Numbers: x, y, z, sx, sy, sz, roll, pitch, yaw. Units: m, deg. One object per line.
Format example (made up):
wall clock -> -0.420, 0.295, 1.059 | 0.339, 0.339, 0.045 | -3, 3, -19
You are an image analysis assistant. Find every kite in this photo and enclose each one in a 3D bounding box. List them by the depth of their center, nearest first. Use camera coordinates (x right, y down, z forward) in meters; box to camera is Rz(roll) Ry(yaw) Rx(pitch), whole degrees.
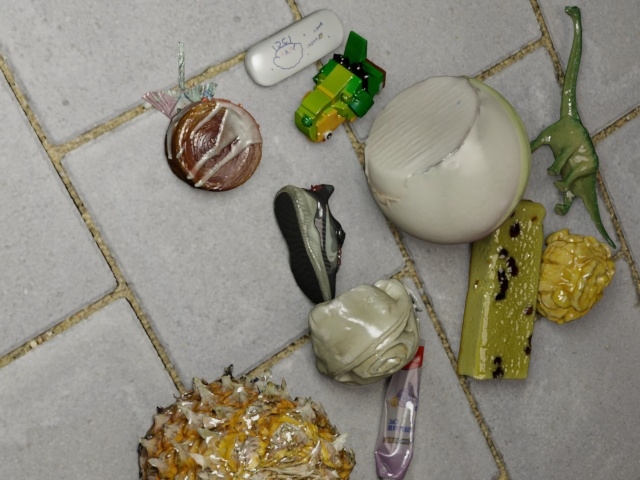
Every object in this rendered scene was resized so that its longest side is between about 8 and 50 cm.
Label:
kite -> -0.233, -0.252, 1.635 | 0.137, 0.005, 0.153 | -15, 100, -27

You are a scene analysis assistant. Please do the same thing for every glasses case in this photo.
glasses case -> -0.043, -0.334, 1.704 | 0.197, 0.049, 0.076 | -33, 109, -22

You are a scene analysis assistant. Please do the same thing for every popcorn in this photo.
popcorn -> 0.511, 0.065, 1.984 | 0.194, 0.140, 0.163 | -35, 114, -23

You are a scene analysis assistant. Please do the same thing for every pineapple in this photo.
pineapple -> -0.113, 0.382, 1.593 | 0.352, 0.300, 0.353 | 1, 89, -32

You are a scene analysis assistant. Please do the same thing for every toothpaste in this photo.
toothpaste -> 0.151, 0.334, 1.865 | 0.075, 0.048, 0.301 | 10, 87, -24

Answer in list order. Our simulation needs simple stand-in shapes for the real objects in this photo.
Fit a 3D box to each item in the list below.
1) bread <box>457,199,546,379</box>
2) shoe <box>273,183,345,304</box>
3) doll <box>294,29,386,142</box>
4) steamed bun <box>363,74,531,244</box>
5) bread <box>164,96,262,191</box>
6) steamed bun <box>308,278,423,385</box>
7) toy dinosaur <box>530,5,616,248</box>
bread -> 0.359, 0.093, 1.937 | 0.138, 0.077, 0.362 | 6, 91, -28
shoe -> 0.000, 0.000, 1.733 | 0.112, 0.099, 0.228 | -27, 106, -32
doll -> 0.030, -0.254, 1.712 | 0.186, 0.106, 0.134 | -51, 156, 1
steamed bun -> 0.241, -0.120, 1.752 | 0.309, 0.309, 0.310 | -2, 95, -28
bread -> -0.177, -0.157, 1.633 | 0.160, 0.073, 0.161 | -2, 95, -28
steamed bun -> 0.097, 0.175, 1.729 | 0.211, 0.144, 0.218 | -22, 137, -21
toy dinosaur -> 0.540, -0.219, 2.015 | 0.301, 0.087, 0.447 | -50, 116, -23
